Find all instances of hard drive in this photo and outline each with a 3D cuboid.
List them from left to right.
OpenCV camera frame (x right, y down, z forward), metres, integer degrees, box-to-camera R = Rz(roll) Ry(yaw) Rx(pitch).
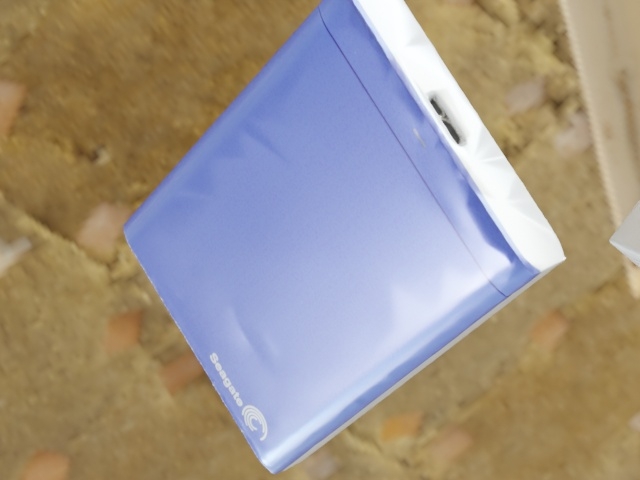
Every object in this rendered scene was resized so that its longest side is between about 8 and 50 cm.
[{"bbox_3d":[0.000,0.000,1.198,0.040,0.210,0.319,-24,-13,-40],"label":"hard drive"}]

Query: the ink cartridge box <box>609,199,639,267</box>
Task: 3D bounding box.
[{"bbox_3d":[0.407,0.056,1.551,0.278,0.201,0.117,38,-90,-16],"label":"ink cartridge box"}]
